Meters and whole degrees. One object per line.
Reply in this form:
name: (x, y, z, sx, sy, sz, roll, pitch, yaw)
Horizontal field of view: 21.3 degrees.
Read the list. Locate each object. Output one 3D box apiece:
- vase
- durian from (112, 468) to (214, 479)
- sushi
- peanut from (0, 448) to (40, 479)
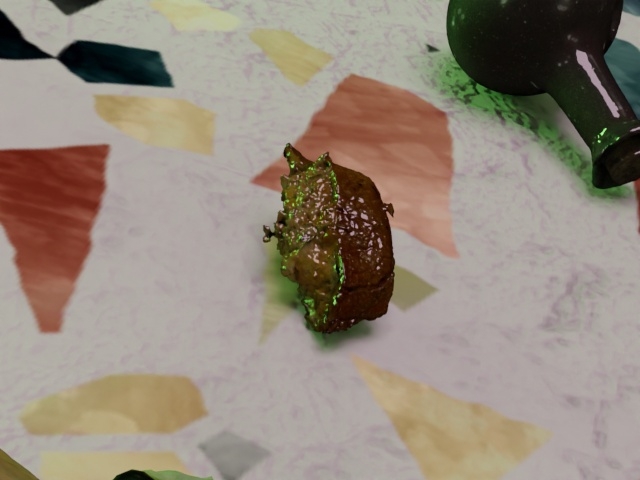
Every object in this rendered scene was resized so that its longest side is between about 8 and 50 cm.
vase: (0.155, -0.114, 1.078, 0.120, 0.120, 0.183, -5, 55, -33)
durian: (0.069, 0.183, 0.574, 0.375, 0.107, 0.132, 30, 11, -18)
sushi: (0.002, -0.003, 0.868, 0.060, 0.061, 0.118, 14, 32, -30)
peanut: (-0.194, 0.088, 0.565, 0.305, 0.147, 0.147, 36, 36, 26)
